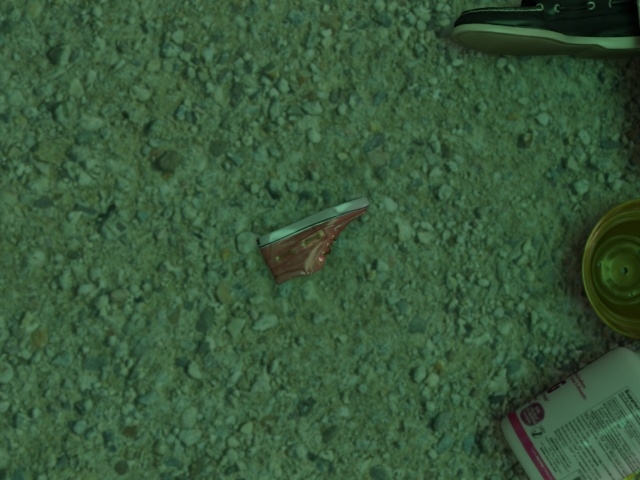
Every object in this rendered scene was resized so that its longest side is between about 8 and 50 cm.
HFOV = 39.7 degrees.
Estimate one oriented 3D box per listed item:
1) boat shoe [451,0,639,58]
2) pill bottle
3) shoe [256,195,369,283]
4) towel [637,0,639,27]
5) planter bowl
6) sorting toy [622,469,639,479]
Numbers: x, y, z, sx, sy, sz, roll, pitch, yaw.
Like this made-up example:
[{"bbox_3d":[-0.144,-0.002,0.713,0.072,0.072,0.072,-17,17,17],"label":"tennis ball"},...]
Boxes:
[{"bbox_3d":[0.359,-0.344,1.346,0.339,0.127,0.113,0,90,-11],"label":"boat shoe"},{"bbox_3d":[0.419,0.255,1.278,0.283,0.160,0.160,-34,92,8],"label":"pill bottle"},{"bbox_3d":[0.000,0.000,1.317,0.177,0.063,0.081,-23,92,-3],"label":"shoe"},{"bbox_3d":[0.650,-0.269,1.369,0.374,0.090,0.321,-9,92,-26],"label":"towel"},{"bbox_3d":[0.487,0.046,1.366,0.217,0.090,0.217,0,87,-7],"label":"planter bowl"},{"bbox_3d":[0.499,0.336,1.344,0.196,0.047,0.348,30,79,11],"label":"sorting toy"}]
